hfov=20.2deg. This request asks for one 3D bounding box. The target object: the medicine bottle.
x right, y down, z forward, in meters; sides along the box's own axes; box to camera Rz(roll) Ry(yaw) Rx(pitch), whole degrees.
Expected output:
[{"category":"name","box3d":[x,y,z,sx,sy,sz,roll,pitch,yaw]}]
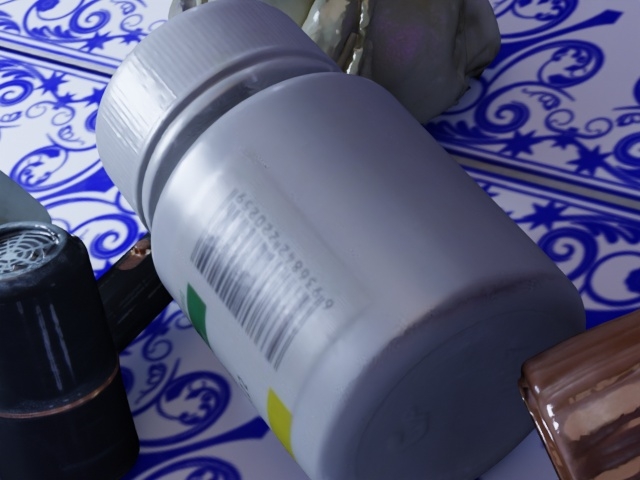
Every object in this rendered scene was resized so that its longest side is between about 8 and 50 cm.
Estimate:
[{"category":"medicine bottle","box3d":[0.000,0.000,1.215,0.208,0.208,0.339,-32,54,-12]}]

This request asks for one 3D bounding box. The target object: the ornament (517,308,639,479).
[{"category":"ornament","box3d":[0.248,0.116,1.047,0.218,0.221,0.235,-25,-2,3]}]

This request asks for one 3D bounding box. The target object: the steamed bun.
[{"category":"steamed bun","box3d":[-0.013,-0.187,1.484,0.268,0.207,0.280,-38,40,-24]}]

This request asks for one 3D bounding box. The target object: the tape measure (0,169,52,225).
[{"category":"tape measure","box3d":[-0.321,0.050,1.384,0.243,0.125,0.246,-23,34,53]}]

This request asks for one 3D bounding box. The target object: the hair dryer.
[{"category":"hair dryer","box3d":[-0.145,0.020,1.358,0.107,0.189,0.352,5,33,27]}]
